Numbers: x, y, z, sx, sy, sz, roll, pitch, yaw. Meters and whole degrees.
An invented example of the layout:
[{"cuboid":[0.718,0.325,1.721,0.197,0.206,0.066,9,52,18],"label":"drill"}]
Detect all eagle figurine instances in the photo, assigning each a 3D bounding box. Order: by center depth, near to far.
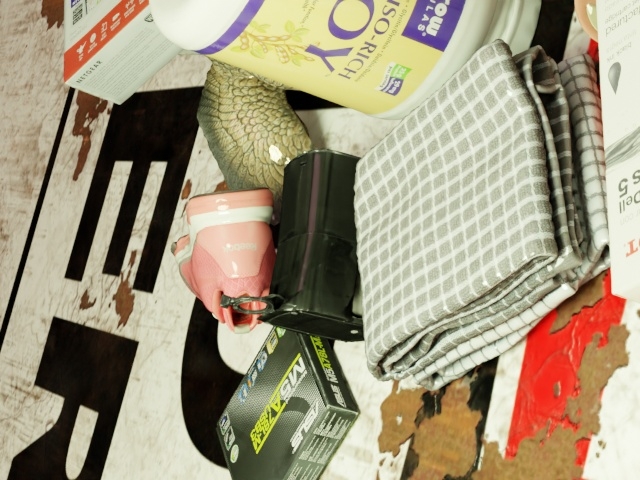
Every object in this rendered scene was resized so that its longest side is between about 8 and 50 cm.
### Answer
[{"cuboid":[-0.064,-0.196,1.838,0.225,0.226,0.298,-31,40,25],"label":"eagle figurine"}]

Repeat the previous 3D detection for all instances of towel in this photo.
[{"cuboid":[0.137,-0.022,1.428,0.283,0.121,0.235,-41,41,45],"label":"towel"}]

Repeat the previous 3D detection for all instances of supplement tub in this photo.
[{"cuboid":[0.025,-0.257,1.542,0.241,0.331,0.241,-40,41,47],"label":"supplement tub"}]

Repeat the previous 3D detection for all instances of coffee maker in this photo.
[{"cuboid":[0.000,0.000,1.613,0.120,0.171,0.178,-9,68,40],"label":"coffee maker"}]

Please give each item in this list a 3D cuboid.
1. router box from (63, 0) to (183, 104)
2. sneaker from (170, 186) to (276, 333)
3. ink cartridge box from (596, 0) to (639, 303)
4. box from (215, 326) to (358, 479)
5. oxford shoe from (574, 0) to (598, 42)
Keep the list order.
[{"cuboid":[-0.176,-0.368,1.812,0.335,0.082,0.301,-35,49,40],"label":"router box"},{"cuboid":[-0.106,0.047,1.760,0.314,0.116,0.136,102,161,-73],"label":"sneaker"},{"cuboid":[0.312,-0.098,1.151,0.198,0.115,0.273,-35,45,50],"label":"ink cartridge box"},{"cuboid":[-0.041,0.196,1.713,0.191,0.045,0.184,-60,28,25],"label":"box"},{"cuboid":[0.326,-0.345,1.301,0.146,0.140,0.397,-65,-1,-71],"label":"oxford shoe"}]
